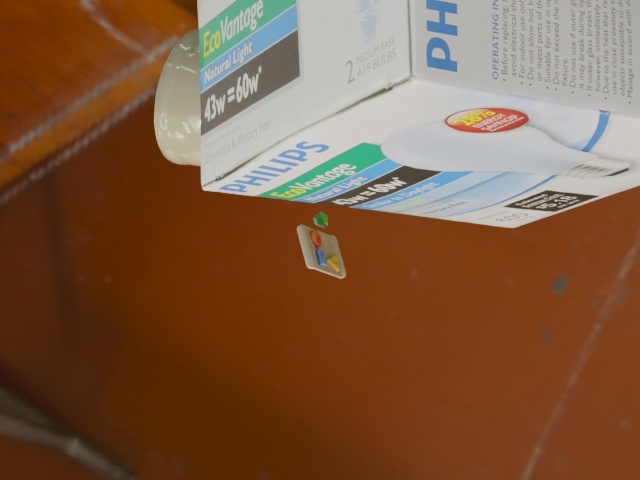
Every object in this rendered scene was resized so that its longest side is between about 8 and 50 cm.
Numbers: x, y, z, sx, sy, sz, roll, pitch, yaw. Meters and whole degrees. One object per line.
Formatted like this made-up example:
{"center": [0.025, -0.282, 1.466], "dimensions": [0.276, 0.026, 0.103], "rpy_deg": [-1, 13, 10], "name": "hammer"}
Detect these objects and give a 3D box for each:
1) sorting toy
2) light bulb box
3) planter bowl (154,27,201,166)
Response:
{"center": [0.000, 0.000, 1.817], "dimensions": [0.012, 0.062, 0.083], "rpy_deg": [-33, 58, 32], "name": "sorting toy"}
{"center": [0.126, -0.169, 1.412], "dimensions": [0.358, 0.361, 0.225], "rpy_deg": [-23, 65, 57], "name": "light bulb box"}
{"center": [-0.103, -0.157, 1.848], "dimensions": [0.109, 0.162, 0.162], "rpy_deg": [14, 80, 23], "name": "planter bowl"}
